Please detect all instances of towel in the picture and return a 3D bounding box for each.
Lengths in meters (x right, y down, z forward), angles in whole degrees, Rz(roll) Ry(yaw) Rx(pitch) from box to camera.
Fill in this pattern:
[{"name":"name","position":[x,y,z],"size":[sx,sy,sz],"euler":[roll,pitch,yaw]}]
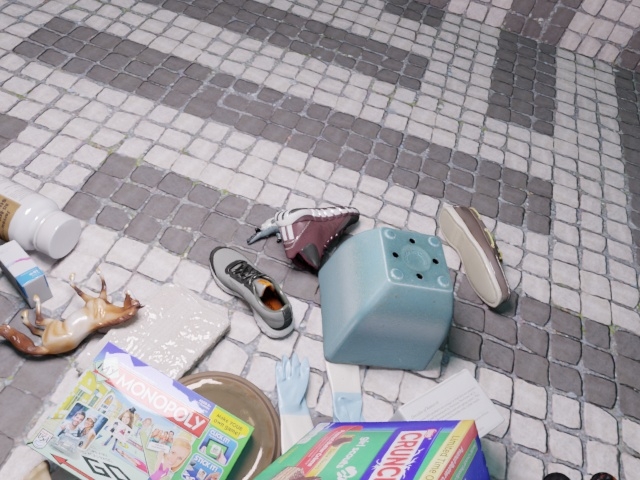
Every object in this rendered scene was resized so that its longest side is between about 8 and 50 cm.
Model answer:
[{"name":"towel","position":[-0.338,0.216,1.142],"size":[0.187,0.049,0.282],"euler":[30,51,13]}]

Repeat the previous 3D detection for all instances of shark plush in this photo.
[{"name":"shark plush","position":[-0.110,-0.027,1.392],"size":[0.161,0.073,0.067],"euler":[-23,90,-34]}]

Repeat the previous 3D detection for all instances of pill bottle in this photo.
[{"name":"pill bottle","position":[-0.673,-0.052,1.232],"size":[0.229,0.131,0.131],"euler":[25,50,8]}]

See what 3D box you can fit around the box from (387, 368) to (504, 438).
[{"name":"box","position":[0.223,0.367,1.055],"size":[0.182,0.181,0.119],"euler":[-21,61,-27]}]

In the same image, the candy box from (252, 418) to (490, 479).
[{"name":"candy box","position":[0.067,0.395,0.851],"size":[0.268,0.317,0.122],"euler":[-20,96,-55]}]

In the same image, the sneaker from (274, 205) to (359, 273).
[{"name":"sneaker","position":[0.000,0.000,1.378],"size":[0.281,0.106,0.162],"euler":[-6,88,-45]}]

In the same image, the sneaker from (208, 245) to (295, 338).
[{"name":"sneaker","position":[-0.153,0.098,1.243],"size":[0.100,0.108,0.271],"euler":[-34,64,-31]}]

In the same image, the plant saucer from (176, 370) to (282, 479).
[{"name":"plant saucer","position":[-0.204,0.378,1.019],"size":[0.278,0.041,0.277],"euler":[7,60,-12]}]

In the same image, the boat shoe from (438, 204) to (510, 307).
[{"name":"boat shoe","position":[0.419,0.030,1.425],"size":[0.097,0.116,0.324],"euler":[-8,48,-15]}]

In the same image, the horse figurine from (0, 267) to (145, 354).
[{"name":"horse figurine","position":[-0.517,0.159,1.126],"size":[0.263,0.066,0.174],"euler":[-33,61,-22]}]

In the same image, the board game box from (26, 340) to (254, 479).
[{"name":"board game box","position":[-0.307,0.348,0.958],"size":[0.317,0.046,0.213],"euler":[29,59,4]}]

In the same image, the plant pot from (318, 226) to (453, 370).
[{"name":"plant pot","position":[0.154,0.108,1.189],"size":[0.247,0.252,0.247],"euler":[9,49,-16]}]

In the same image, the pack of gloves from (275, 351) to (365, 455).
[{"name":"pack of gloves","position":[-0.001,0.345,1.129],"size":[0.195,0.046,0.232],"euler":[8,52,-22]}]

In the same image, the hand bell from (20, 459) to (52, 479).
[{"name":"hand bell","position":[-0.402,0.487,0.889],"size":[0.242,0.126,0.126],"euler":[37,52,1]}]

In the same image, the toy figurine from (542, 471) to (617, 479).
[{"name":"toy figurine","position":[0.433,0.500,0.976],"size":[0.213,0.209,0.148],"euler":[-4,63,-17]}]

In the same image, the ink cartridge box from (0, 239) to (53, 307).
[{"name":"ink cartridge box","position":[-0.639,0.071,1.166],"size":[0.122,0.088,0.052],"euler":[39,54,19]}]
